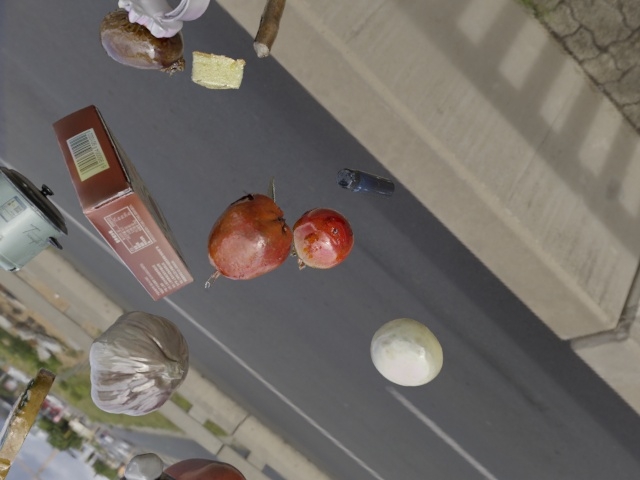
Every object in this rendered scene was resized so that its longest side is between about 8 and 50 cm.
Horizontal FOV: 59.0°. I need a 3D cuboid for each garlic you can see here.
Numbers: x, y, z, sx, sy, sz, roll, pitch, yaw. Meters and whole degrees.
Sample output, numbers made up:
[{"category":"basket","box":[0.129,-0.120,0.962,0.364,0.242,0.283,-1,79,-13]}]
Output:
[{"category":"garlic","box":[-0.515,0.353,1.654,0.259,0.317,0.317,8,144,30]}]

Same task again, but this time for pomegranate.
[{"category":"pomegranate","box":[0.000,0.000,1.882,0.210,0.210,0.235,39,123,-7]}]

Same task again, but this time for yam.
[{"category":"yam","box":[-0.120,-0.530,1.354,0.056,0.241,0.057,6,149,4]}]

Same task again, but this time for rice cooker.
[{"category":"rice cooker","box":[-0.801,-0.062,1.480,0.280,0.227,0.241,45,165,1]}]

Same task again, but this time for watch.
[{"category":"watch","box":[-0.444,-0.712,1.555,0.231,0.196,0.244,-39,91,34]}]

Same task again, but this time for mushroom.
[{"category":"mushroom","box":[0.293,0.363,1.882,0.246,0.202,0.246,14,124,22]},{"category":"mushroom","box":[-0.540,-0.623,1.755,0.278,0.163,0.297,9,-148,-34]}]

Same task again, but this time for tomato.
[{"category":"tomato","box":[-0.399,0.851,1.849,0.341,0.273,0.341,14,166,4]}]

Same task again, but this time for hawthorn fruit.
[{"category":"hawthorn fruit","box":[-0.212,0.017,1.515,0.211,0.299,0.211,47,-174,-6]}]

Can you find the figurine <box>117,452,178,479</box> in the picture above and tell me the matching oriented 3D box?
[{"category":"figurine","box":[-0.451,0.685,1.326,0.218,0.206,0.365,37,117,-23]}]

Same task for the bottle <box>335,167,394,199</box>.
[{"category":"bottle","box":[0.144,-0.183,1.823,0.082,0.072,0.244,-1,174,38]}]

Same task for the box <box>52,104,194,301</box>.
[{"category":"box","box":[-0.492,-0.088,1.432,0.345,0.122,0.385,55,169,36]}]

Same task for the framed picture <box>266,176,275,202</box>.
[{"category":"framed picture","box":[-0.169,-0.103,2.000,0.023,0.260,0.189,-1,113,0]}]

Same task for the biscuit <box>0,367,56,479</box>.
[{"category":"biscuit","box":[-0.720,0.445,1.340,0.057,0.287,0.343,27,153,-18]}]

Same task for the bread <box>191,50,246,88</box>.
[{"category":"bread","box":[-0.248,-0.411,1.375,0.109,0.084,0.080,8,-179,27]}]
